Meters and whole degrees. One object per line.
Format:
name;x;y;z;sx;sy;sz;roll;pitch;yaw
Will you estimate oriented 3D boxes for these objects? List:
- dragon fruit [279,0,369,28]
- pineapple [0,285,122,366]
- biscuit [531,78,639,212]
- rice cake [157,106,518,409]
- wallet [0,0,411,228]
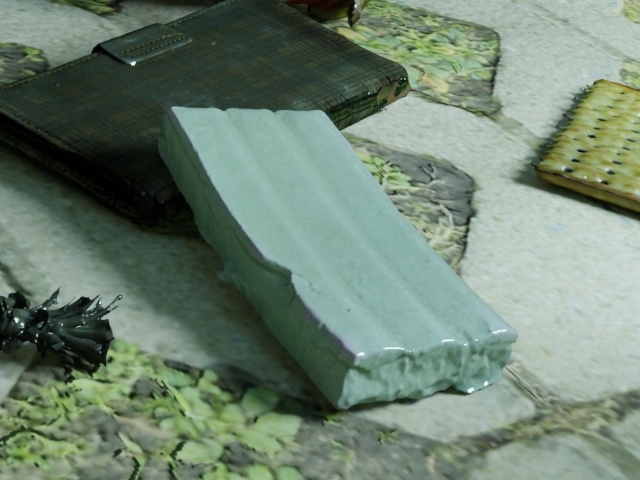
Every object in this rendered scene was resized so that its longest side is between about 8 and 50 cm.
dragon fruit;-0.106;-0.344;1.147;0.263;0.314;0.296;-6;-17;30
pineapple;-0.159;0.045;0.647;0.124;0.058;0.058;10;26;-32
biscuit;0.253;-0.072;1.015;0.139;0.016;0.231;19;30;14
rice cake;0.000;0.000;0.747;0.127;0.043;0.237;-4;40;-32
wallet;-0.079;-0.101;0.928;0.169;0.044;0.317;28;35;22
